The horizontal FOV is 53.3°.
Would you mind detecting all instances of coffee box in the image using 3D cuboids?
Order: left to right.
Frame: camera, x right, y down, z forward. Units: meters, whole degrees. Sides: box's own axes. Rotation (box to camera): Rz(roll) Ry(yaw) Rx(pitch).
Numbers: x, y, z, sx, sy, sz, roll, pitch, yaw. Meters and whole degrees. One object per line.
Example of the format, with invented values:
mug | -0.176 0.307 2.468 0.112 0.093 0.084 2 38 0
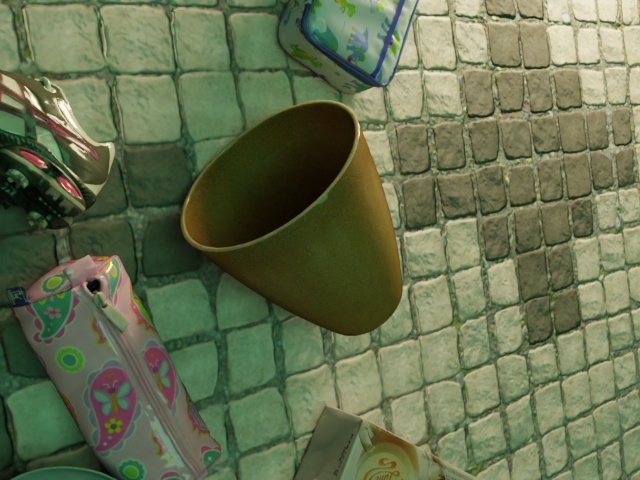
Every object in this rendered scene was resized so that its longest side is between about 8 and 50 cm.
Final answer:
coffee box | 0.093 0.351 0.903 0.246 0.098 0.141 35 71 -27

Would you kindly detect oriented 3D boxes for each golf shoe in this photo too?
golf shoe | -0.337 -0.133 0.651 0.273 0.105 0.120 48 47 -27

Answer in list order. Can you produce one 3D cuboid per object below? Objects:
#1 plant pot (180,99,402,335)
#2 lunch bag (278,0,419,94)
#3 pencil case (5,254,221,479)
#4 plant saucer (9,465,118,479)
plant pot | 0.000 0.000 0.795 0.237 0.237 0.254 -55 129 -22
lunch bag | 0.052 -0.331 0.903 0.176 0.090 0.219 29 74 -32
pencil case | -0.217 0.150 0.694 0.124 0.124 0.284 -31 106 -30
plant saucer | -0.264 0.316 0.676 0.194 0.037 0.195 -1 104 -5
